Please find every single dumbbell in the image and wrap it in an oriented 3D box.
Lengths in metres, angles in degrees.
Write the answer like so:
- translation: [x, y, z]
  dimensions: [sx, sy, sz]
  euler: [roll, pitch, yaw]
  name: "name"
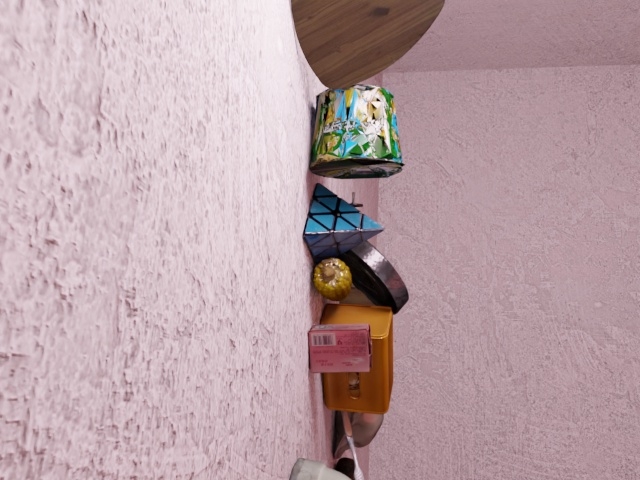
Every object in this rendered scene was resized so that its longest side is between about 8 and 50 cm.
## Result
- translation: [0.113, -0.094, 1.941]
  dimensions: [0.069, 0.069, 0.147]
  euler: [6, 84, -80]
  name: "dumbbell"

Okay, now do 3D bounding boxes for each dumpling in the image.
- translation: [0.126, 0.611, 1.842]
  dimensions: [0.293, 0.163, 0.205]
  euler: [98, -4, -53]
  name: "dumpling"

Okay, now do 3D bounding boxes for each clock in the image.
- translation: [0.136, 0.090, 1.595]
  dimensions: [0.055, 0.280, 0.281]
  euler: [-41, 153, -13]
  name: "clock"

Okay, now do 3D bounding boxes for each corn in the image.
- translation: [0.033, 0.105, 1.427]
  dimensions: [0.262, 0.096, 0.097]
  euler: [71, 22, -74]
  name: "corn"

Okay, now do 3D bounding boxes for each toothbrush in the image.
- translation: [0.078, 0.540, 1.640]
  dimensions: [0.037, 0.028, 0.376]
  euler: [104, -21, -49]
  name: "toothbrush"

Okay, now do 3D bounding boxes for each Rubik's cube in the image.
- translation: [0.000, 0.000, 1.334]
  dimensions: [0.178, 0.211, 0.191]
  euler: [-17, 134, -57]
  name: "Rubik's cube"

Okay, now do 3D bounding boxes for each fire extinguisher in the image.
- translation: [0.072, 0.764, 1.741]
  dimensions: [0.089, 0.072, 0.267]
  euler: [-47, 178, 12]
  name: "fire extinguisher"

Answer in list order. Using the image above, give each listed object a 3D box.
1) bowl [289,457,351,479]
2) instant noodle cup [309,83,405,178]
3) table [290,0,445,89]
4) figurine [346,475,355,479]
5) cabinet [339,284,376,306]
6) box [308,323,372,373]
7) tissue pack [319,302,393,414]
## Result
- translation: [0.014, 0.635, 1.196]
  dimensions: [0.307, 0.163, 0.308]
  euler: [4, 90, -81]
  name: "bowl"
- translation: [0.084, -0.252, 1.323]
  dimensions: [0.240, 0.240, 0.178]
  euler: [32, 57, -79]
  name: "instant noodle cup"
- translation: [0.057, -0.551, 1.191]
  dimensions: [0.318, 0.316, 0.249]
  euler: [81, 2, -47]
  name: "table"
- translation: [0.038, 0.756, 1.460]
  dimensions: [0.338, 0.204, 0.284]
  euler: [103, -17, -77]
  name: "figurine"
- translation: [0.149, 0.227, 1.956]
  dimensions: [0.175, 0.148, 0.215]
  euler: [-61, 149, -70]
  name: "cabinet"
- translation: [0.049, 0.260, 1.352]
  dimensions: [0.060, 0.156, 0.112]
  euler: [-32, 119, -77]
  name: "box"
- translation: [0.100, 0.328, 1.562]
  dimensions: [0.145, 0.194, 0.275]
  euler: [-63, 152, -60]
  name: "tissue pack"
